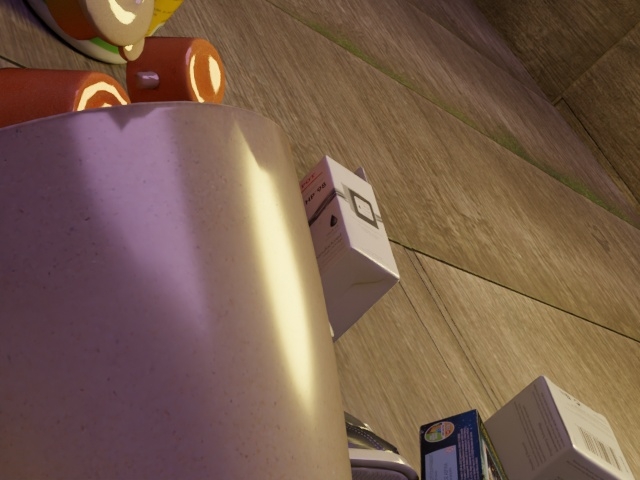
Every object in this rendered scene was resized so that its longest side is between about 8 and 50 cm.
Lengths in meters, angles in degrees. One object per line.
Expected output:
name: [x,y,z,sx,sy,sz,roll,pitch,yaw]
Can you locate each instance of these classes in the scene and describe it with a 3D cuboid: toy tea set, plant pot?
toy tea set: [-0.149,-0.079,0.866,0.336,0.124,0.200,47,47,-52]
plant pot: [-0.088,0.122,0.480,0.256,0.257,0.274,4,63,-60]

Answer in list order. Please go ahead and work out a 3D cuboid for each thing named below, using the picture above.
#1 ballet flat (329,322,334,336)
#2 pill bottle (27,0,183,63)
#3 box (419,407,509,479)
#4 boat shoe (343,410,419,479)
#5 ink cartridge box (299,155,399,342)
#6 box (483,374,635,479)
ballet flat: [-0.028,0.059,0.748,0.073,0.080,0.232,28,-6,-13]
pill bottle: [-0.159,-0.297,1.044,0.136,0.246,0.136,38,22,-19]
box: [0.128,0.251,0.736,0.159,0.044,0.233,-82,149,-65]
boat shoe: [-0.048,0.128,0.709,0.233,0.084,0.079,21,20,-29]
ink cartridge box: [0.000,0.000,0.996,0.060,0.104,0.180,32,25,-28]
box: [0.225,0.205,1.056,0.101,0.087,0.102,34,23,-27]
